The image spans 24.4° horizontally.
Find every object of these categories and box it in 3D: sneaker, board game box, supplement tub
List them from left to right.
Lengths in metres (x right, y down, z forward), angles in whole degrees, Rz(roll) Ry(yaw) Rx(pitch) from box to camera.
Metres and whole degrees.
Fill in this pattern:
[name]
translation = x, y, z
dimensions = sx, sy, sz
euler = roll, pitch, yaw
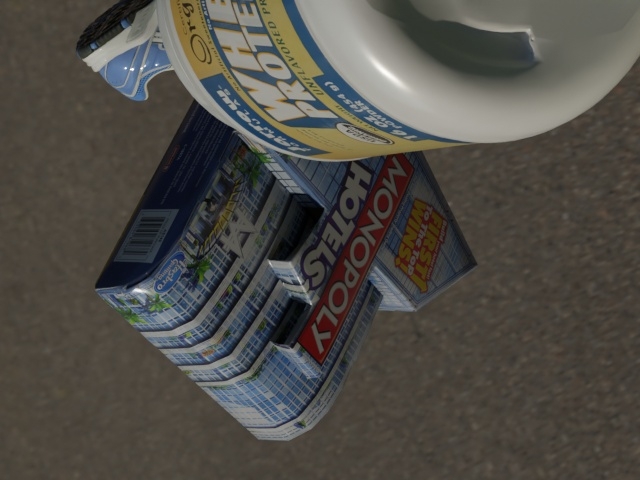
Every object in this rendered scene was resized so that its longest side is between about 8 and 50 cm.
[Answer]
[sneaker]
translation = -0.119, -0.210, 1.356
dimensions = 0.211, 0.080, 0.081
euler = -32, 117, 10
[board game box]
translation = 0.000, 0.000, 0.777
dimensions = 0.060, 0.194, 0.194
euler = 1, 146, 41
[supplement tub]
translation = 0.023, -0.104, 0.568
dimensions = 0.200, 0.144, 0.144
euler = -1, 103, 68
